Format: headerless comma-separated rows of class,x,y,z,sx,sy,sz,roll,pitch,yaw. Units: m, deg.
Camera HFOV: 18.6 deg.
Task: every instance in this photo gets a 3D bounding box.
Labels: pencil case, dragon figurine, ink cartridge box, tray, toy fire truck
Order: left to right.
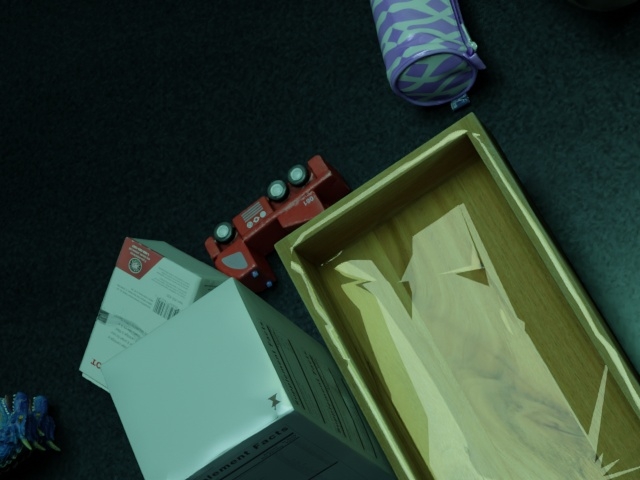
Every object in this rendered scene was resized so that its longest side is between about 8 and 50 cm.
dragon figurine,-0.328,0.268,1.775,0.144,0.085,0.289,0,66,29
ink cartridge box,-0.148,0.078,1.763,0.099,0.056,0.135,28,102,34
toy fire truck,0.000,0.000,1.750,0.192,0.047,0.135,-37,57,9
pencil case,0.089,-0.221,1.781,0.088,0.086,0.206,-31,56,28
tray,0.144,0.120,1.573,0.203,0.076,0.411,-34,64,10

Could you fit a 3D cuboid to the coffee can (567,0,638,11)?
coffee can,0.198,-0.357,1.718,0.201,0.201,0.275,-45,55,2

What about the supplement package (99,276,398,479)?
supplement package,-0.044,0.155,1.579,0.139,0.244,0.134,-33,56,10
